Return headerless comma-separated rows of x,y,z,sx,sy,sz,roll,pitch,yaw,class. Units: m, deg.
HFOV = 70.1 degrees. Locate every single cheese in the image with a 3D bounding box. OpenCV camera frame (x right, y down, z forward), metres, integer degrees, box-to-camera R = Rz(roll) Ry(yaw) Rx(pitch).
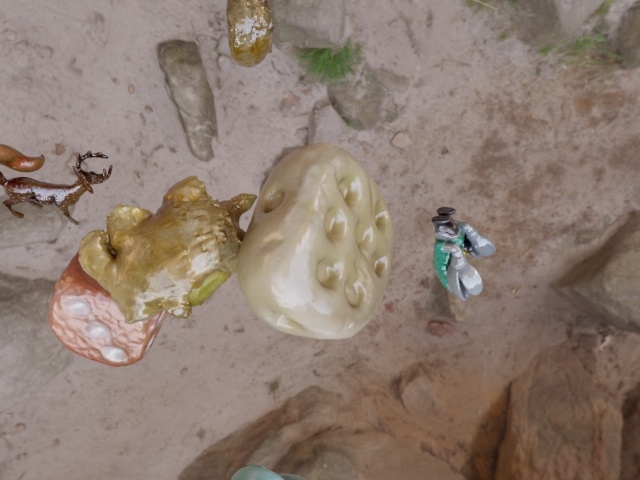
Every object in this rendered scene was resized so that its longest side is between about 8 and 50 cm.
0.000,0.000,0.532,0.235,0.117,0.217,-14,99,-57,cheese

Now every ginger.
-0.166,0.006,0.555,0.216,0.157,0.102,-35,165,-15,ginger

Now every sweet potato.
-0.745,-0.196,1.064,0.058,0.055,0.202,-22,167,29,sweet potato

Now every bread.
-0.199,-0.616,1.306,0.123,0.230,0.229,3,120,-3,bread

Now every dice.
-0.361,0.105,0.820,0.174,0.175,0.179,27,123,-10,dice

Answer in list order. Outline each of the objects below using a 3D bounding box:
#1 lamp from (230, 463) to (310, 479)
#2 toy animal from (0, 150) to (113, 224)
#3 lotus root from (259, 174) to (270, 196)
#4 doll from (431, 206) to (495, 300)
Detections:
-0.084,0.588,0.988,0.209,0.147,0.284,-28,127,27,lamp
-0.645,-0.121,1.117,0.244,0.087,0.260,-6,157,-31,toy animal
-0.151,-0.170,1.654,0.154,0.278,0.154,-6,127,-8,lotus root
0.357,0.047,1.176,0.258,0.153,0.194,33,75,-48,doll
